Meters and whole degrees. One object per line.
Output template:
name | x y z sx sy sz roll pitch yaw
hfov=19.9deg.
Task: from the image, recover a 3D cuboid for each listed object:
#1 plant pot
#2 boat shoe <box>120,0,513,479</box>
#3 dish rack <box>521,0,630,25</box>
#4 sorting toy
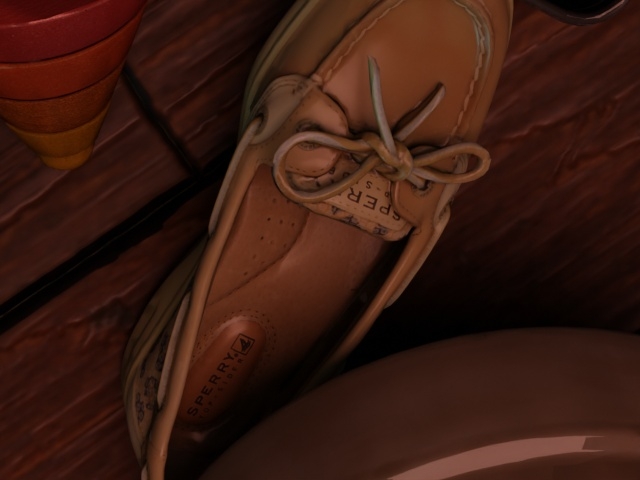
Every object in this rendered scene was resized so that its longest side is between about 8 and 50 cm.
plant pot | 0.100 0.246 0.749 0.323 0.280 0.323 -7 131 -8
boat shoe | 0.000 0.000 0.776 0.104 0.089 0.285 19 118 -16
dish rack | 0.089 -0.251 0.748 0.208 0.074 0.271 24 102 -22
sorting toy | -0.214 -0.023 0.714 0.365 0.127 0.126 -30 140 -22
